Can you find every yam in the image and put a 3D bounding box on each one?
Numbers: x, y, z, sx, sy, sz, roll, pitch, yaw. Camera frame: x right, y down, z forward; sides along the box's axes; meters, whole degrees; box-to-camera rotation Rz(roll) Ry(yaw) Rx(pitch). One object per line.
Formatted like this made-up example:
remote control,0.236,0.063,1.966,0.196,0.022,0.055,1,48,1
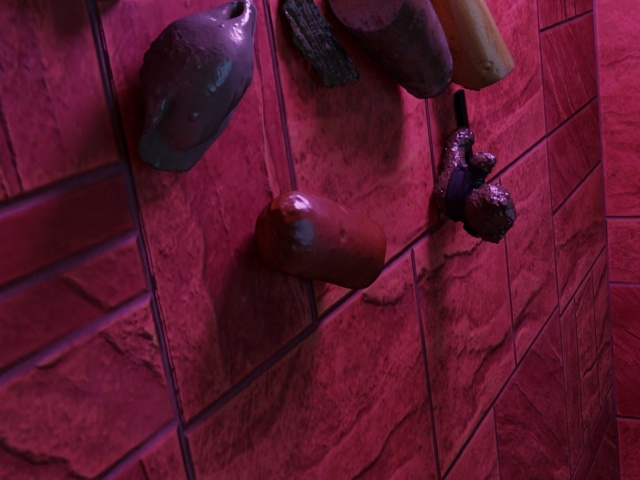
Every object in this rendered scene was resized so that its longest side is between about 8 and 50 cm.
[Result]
yam,0.126,-0.323,1.342,0.330,0.133,0.133,37,59,-59

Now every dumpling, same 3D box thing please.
dumpling,-0.139,-0.171,0.916,0.108,0.152,0.219,39,65,-3

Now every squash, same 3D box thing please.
squash,0.245,-0.423,1.581,0.287,0.137,0.137,58,41,-23

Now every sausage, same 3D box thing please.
sausage,0.000,0.000,1.138,0.259,0.114,0.113,18,75,-60

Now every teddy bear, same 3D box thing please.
teddy bear,0.276,-0.090,1.593,0.251,0.129,0.182,-115,-176,-53

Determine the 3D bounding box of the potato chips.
potato chips,-0.002,-0.274,1.208,0.207,0.028,0.092,52,49,-46

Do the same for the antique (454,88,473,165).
antique,0.297,-0.214,1.744,0.031,0.015,0.192,-45,129,-52
